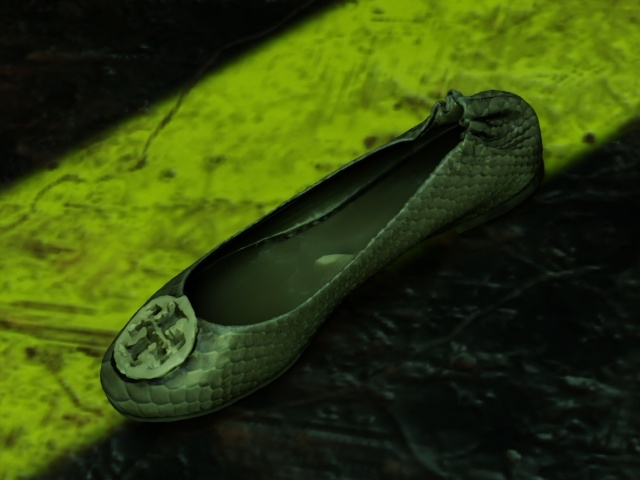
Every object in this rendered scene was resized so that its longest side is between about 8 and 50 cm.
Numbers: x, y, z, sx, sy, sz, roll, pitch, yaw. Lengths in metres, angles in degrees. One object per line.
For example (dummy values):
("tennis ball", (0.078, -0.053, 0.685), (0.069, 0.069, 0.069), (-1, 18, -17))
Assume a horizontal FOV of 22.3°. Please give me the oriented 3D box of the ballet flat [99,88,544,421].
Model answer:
("ballet flat", (0.000, 0.000, 0.775), (0.250, 0.058, 0.084), (-31, 50, -9))
